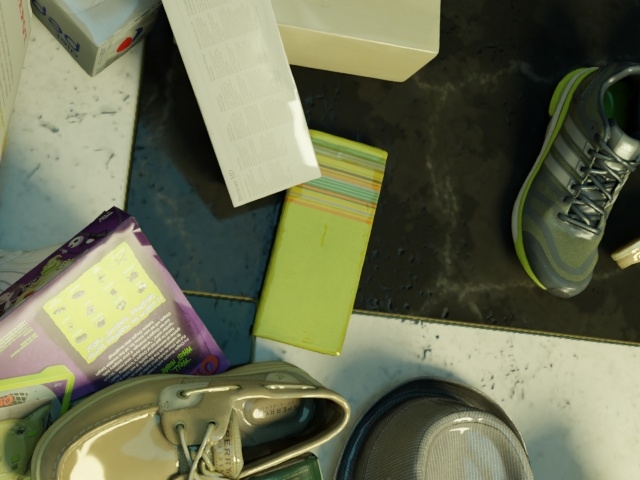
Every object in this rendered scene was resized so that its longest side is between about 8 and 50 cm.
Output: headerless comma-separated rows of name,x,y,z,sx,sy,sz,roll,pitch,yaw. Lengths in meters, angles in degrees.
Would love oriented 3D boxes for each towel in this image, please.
towel,0.000,0.000,0.981,0.102,0.021,0.237,16,78,-10

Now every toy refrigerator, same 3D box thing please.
toy refrigerator,-0.014,-0.249,0.970,0.269,0.102,0.094,5,80,-17

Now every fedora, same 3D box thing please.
fedora,0.137,0.278,0.925,0.243,0.124,0.276,6,80,-17

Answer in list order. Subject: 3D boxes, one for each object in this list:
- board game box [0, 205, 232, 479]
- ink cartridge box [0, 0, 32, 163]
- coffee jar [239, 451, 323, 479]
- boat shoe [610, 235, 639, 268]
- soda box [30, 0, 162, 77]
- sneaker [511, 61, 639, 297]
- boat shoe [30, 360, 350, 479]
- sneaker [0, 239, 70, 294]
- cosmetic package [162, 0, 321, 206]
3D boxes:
board game box,-0.260,0.154,0.804,0.347,0.056,0.208,-41,124,-20
ink cartridge box,-0.335,-0.129,0.745,0.131,0.226,0.306,6,64,-11
coffee jar,-0.027,0.310,0.890,0.096,0.079,0.184,-13,85,-22
boat shoe,0.431,0.008,1.095,0.170,0.063,0.059,-18,82,-20
soda box,-0.287,-0.307,0.893,0.091,0.098,0.286,-44,97,-19
sneaker,0.307,-0.080,1.037,0.111,0.121,0.300,18,76,-14
boat shoe,-0.109,0.180,0.829,0.302,0.098,0.109,-7,101,-37
sneaker,-0.321,0.035,0.835,0.232,0.090,0.115,-26,82,-23
cosmetic package,-0.080,-0.160,0.887,0.098,0.060,0.239,-20,121,-7
